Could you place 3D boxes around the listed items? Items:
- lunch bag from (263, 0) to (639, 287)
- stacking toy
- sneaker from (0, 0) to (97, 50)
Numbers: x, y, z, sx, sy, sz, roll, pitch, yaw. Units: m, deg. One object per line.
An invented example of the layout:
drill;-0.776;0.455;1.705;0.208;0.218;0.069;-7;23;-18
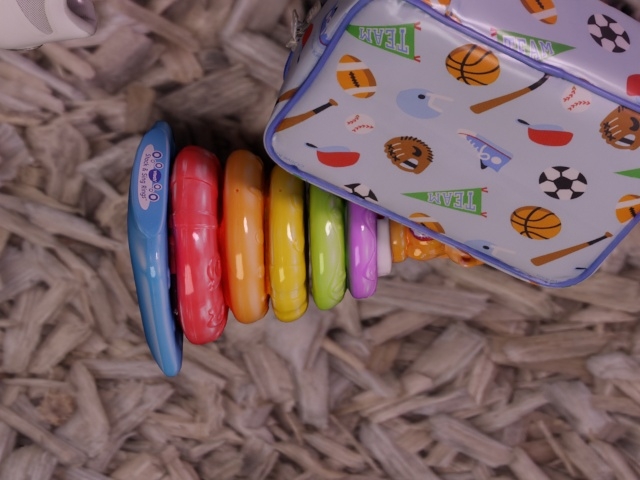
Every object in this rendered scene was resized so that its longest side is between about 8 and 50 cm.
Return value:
lunch bag;0.113;-0.096;1.497;0.303;0.115;0.243;26;138;-11
stacking toy;0.000;0.000;1.615;0.301;0.175;0.166;-1;137;2
sneaker;-0.200;-0.277;1.420;0.146;0.122;0.330;1;136;-10
